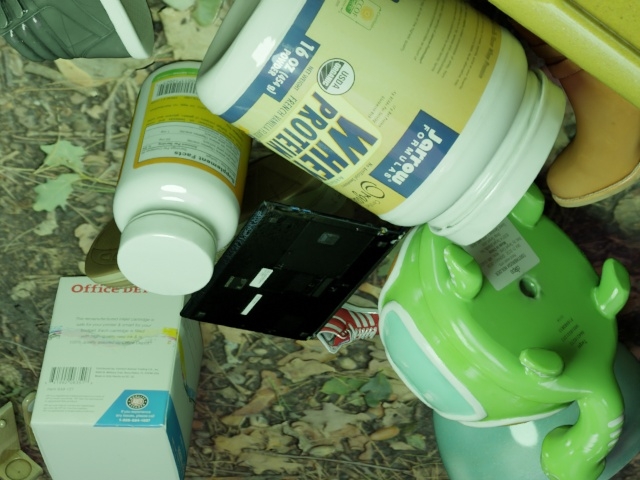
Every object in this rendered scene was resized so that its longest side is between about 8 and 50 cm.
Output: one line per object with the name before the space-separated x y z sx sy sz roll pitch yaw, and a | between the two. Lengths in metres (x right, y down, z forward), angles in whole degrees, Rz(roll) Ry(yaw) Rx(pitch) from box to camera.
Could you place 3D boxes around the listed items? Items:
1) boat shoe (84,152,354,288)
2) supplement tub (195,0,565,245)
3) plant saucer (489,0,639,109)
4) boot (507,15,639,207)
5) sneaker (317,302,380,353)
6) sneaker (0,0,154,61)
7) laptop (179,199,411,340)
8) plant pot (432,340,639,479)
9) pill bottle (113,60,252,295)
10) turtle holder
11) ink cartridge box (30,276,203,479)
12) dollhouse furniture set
boat shoe | -0.125 -0.001 1.878 0.341 0.121 0.110 -18 133 24
supplement tub | 0.061 -0.155 1.565 0.316 0.228 0.228 31 134 -13
plant saucer | 0.362 -0.265 1.463 0.333 0.081 0.333 31 115 -25
boot | 0.277 -0.166 1.645 0.220 0.109 0.283 29 137 -22
sneaker | 0.047 0.118 2.035 0.118 0.067 0.042 15 139 -10
sneaker | -0.283 -0.280 1.586 0.147 0.104 0.295 -10 141 11
laptop | 0.000 0.000 1.815 0.264 0.136 0.234 12 140 -24
plant pot | 0.255 0.191 1.962 0.293 0.293 0.196 -29 102 34
pill bottle | -0.150 -0.065 1.711 0.136 0.245 0.136 4 140 3
turtle holder | 0.212 0.104 1.759 0.320 0.243 0.227 31 139 -13
ink cartridge box | -0.254 0.183 2.025 0.171 0.232 0.168 1 141 6
dollhouse furniture set | -0.374 0.296 2.241 0.151 0.144 0.123 34 146 24
